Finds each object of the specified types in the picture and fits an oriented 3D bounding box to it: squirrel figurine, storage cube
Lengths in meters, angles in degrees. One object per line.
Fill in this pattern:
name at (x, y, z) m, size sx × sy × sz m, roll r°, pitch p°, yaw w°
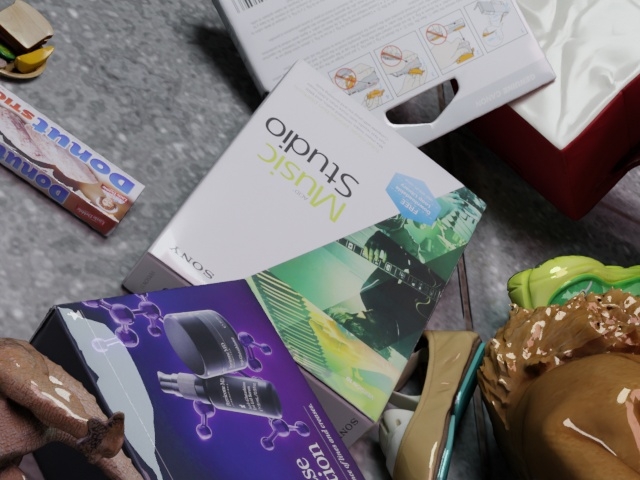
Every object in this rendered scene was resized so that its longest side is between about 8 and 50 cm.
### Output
squirrel figurine at (0.346, 0.139, 1.165) m, size 0.397 × 0.370 × 0.281 m, roll -122°, pitch -171°, yaw -55°
storage cube at (0.261, -0.171, 1.519) m, size 0.215 × 0.183 × 0.193 m, roll 46°, pitch -4°, yaw 24°

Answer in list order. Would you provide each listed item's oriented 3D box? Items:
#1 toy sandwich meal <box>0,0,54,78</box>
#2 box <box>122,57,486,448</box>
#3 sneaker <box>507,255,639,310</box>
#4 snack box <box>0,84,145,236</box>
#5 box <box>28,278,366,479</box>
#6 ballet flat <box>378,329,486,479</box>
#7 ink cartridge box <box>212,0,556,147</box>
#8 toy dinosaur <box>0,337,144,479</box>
toy sandwich meal at (-0.271, -0.177, 1.252) m, size 0.085 × 0.029 × 0.085 m, roll 25°, pitch 38°, yaw -21°
box at (0.000, 0.000, 1.253) m, size 0.232 × 0.058 × 0.322 m, roll 37°, pitch 44°, yaw -5°
sneaker at (0.297, 0.088, 1.447) m, size 0.295 × 0.109 × 0.123 m, roll 5°, pitch 71°, yaw -42°
snack box at (-0.233, -0.075, 1.181) m, size 0.178 × 0.022 × 0.064 m, roll 35°, pitch 34°, yaw -6°
box at (-0.079, 0.165, 0.998) m, size 0.184 × 0.103 × 0.261 m, roll -9°, pitch 58°, yaw -44°
ballet flat at (0.085, 0.153, 1.202) m, size 0.073 × 0.080 × 0.232 m, roll 13°, pitch 32°, yaw 10°
ink cartridge box at (0.062, -0.207, 1.427) m, size 0.239 × 0.275 × 0.060 m, roll 63°, pitch -7°, yaw 0°
toy dinosaur at (-0.230, 0.096, 0.842) m, size 0.295 × 0.127 × 0.200 m, roll 7°, pitch 19°, yaw -29°
